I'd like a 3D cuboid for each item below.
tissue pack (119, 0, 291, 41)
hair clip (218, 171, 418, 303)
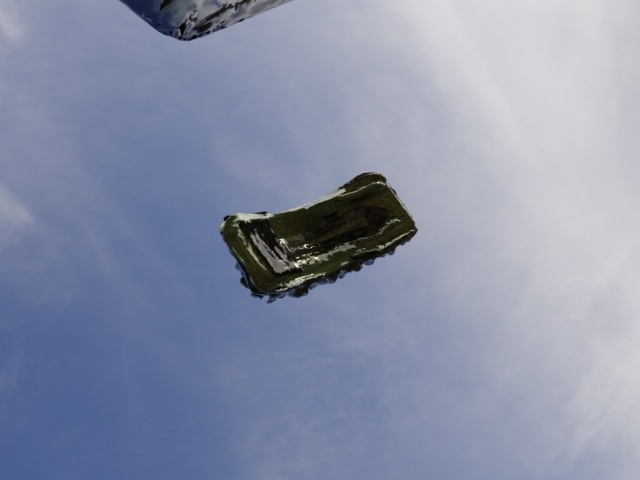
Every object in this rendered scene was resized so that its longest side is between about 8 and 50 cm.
[{"bbox_3d":[-0.156,-0.331,0.430,0.370,0.198,0.210,39,-132,7],"label":"tissue pack"},{"bbox_3d":[-0.001,0.001,0.866,0.321,0.091,0.138,-19,-110,-41],"label":"hair clip"}]
